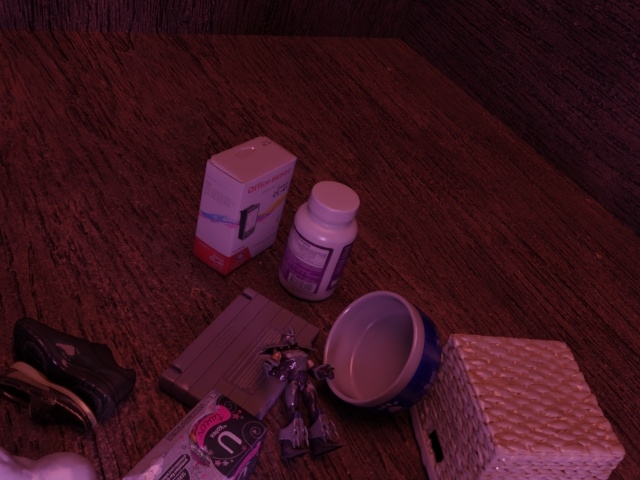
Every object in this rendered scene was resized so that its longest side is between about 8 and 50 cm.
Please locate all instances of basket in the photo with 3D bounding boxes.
[{"bbox_3d":[0.413,0.407,1.393,0.331,0.267,0.328,8,39,-17],"label":"basket"}]

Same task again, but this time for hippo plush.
[{"bbox_3d":[-0.500,0.398,1.054,0.236,0.294,0.234,17,2,-35],"label":"hippo plush"}]

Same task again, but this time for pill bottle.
[{"bbox_3d":[0.000,0.000,1.670,0.169,0.302,0.169,12,38,-10],"label":"pill bottle"}]

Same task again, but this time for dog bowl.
[{"bbox_3d":[0.137,0.254,1.449,0.104,0.265,0.265,34,26,-37],"label":"dog bowl"}]

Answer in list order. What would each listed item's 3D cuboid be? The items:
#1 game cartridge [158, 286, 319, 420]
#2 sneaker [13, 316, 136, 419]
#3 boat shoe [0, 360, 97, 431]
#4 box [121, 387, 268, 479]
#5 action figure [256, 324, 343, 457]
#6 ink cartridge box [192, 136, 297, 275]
[{"bbox_3d":[-0.171,0.270,1.471,0.230,0.068,0.355,32,40,9],"label":"game cartridge"},{"bbox_3d":[-0.511,0.250,1.328,0.286,0.109,0.130,35,30,9],"label":"sneaker"},{"bbox_3d":[-0.536,0.316,1.244,0.223,0.080,0.073,26,44,17],"label":"boat shoe"},{"bbox_3d":[-0.227,0.426,1.169,0.142,0.163,0.247,30,39,15],"label":"box"},{"bbox_3d":[-0.043,0.316,1.380,0.185,0.099,0.285,6,58,-35],"label":"action figure"},{"bbox_3d":[-0.203,-0.092,1.689,0.131,0.306,0.226,35,41,19],"label":"ink cartridge box"}]
